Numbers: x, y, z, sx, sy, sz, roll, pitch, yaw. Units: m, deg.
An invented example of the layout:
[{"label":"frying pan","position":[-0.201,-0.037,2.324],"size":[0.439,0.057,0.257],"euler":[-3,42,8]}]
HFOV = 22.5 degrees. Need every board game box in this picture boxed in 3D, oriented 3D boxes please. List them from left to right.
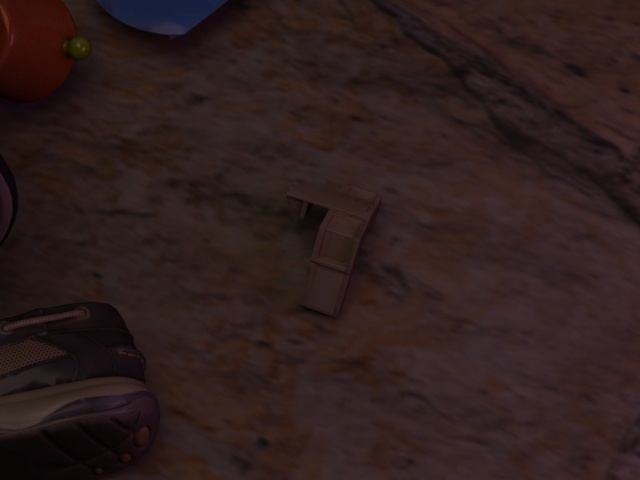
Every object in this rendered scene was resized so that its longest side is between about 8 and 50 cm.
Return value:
[{"label":"board game box","position":[-0.118,-0.235,1.366],"size":[0.168,0.033,0.133],"euler":[-41,67,-19]}]

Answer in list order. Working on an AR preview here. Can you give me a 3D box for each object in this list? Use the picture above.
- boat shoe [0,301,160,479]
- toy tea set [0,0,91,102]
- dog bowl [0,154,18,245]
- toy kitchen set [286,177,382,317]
[{"label":"boat shoe","position":[-0.301,0.122,1.186],"size":[0.355,0.132,0.130],"euler":[-6,57,-10]},{"label":"toy tea set","position":[-0.345,-0.187,1.331],"size":[0.336,0.124,0.200],"euler":[46,105,15]},{"label":"dog bowl","position":[-0.424,-0.058,1.101],"size":[0.408,0.408,0.150],"euler":[-14,67,-3]},{"label":"toy kitchen set","position":[0.000,0.000,1.264],"size":[0.068,0.075,0.083],"euler":[19,30,6]}]
